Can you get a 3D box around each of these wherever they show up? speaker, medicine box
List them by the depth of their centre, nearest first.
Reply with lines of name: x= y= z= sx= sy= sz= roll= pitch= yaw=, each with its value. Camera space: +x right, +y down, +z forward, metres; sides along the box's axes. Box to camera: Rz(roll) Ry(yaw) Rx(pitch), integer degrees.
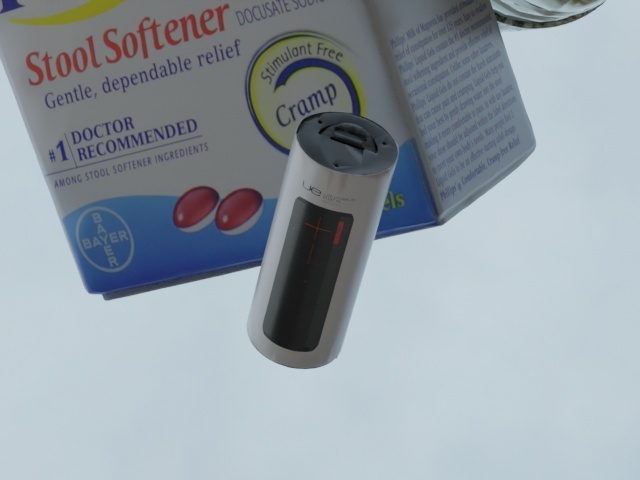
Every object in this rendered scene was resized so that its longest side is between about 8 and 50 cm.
speaker: x=0.000 y=0.000 z=1.026 sx=0.055 sy=0.055 sz=0.136 roll=-5 pitch=-47 yaw=-25
medicine box: x=-0.051 y=-0.140 z=1.183 sx=0.149 sy=0.263 sz=0.289 roll=-36 pitch=-70 yaw=-55

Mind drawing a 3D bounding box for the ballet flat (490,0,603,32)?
ballet flat: x=0.188 y=-0.248 z=1.181 sx=0.164 sy=0.182 sz=0.483 roll=30 pitch=-47 yaw=-19
